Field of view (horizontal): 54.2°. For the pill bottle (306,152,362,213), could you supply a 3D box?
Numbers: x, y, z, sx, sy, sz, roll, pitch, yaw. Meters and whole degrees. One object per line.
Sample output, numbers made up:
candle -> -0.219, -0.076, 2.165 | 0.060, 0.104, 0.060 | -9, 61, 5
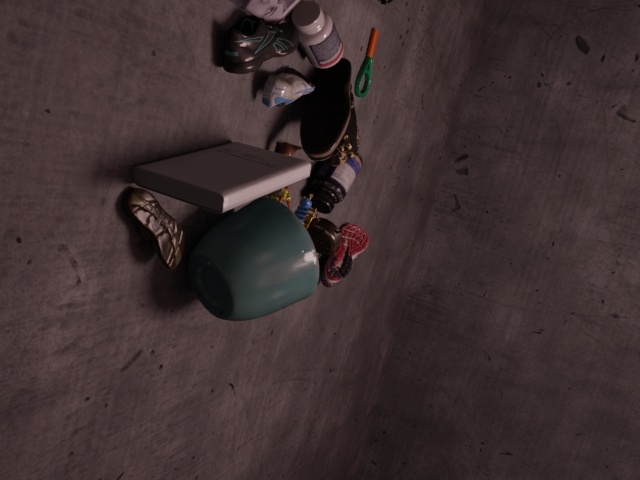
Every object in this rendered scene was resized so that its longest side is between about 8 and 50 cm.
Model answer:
pill bottle -> 0.043, -0.201, 2.075 | 0.219, 0.123, 0.122 | -60, 155, -23

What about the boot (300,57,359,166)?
boot -> 0.038, -0.328, 1.893 | 0.284, 0.138, 0.377 | 77, 17, -55

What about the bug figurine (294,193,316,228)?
bug figurine -> -0.089, -0.014, 1.859 | 0.216, 0.072, 0.279 | -66, -177, -21

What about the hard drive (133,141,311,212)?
hard drive -> -0.207, -0.152, 1.408 | 0.353, 0.233, 0.047 | -31, 134, -57

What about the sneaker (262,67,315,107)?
sneaker -> -0.089, -0.410, 1.694 | 0.086, 0.085, 0.237 | -53, 171, 29

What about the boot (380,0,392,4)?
boot -> 0.232, -0.860, 2.101 | 0.121, 0.045, 0.099 | -51, 147, -38

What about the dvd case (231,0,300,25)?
dvd case -> -0.105, -0.591, 1.463 | 0.165, 0.018, 0.221 | -39, 167, 20

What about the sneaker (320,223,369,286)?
sneaker -> 0.083, 0.051, 2.397 | 0.299, 0.121, 0.112 | -53, 180, -38

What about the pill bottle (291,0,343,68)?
pill bottle -> -0.010, -0.561, 1.700 | 0.107, 0.108, 0.180 | -67, 157, -10

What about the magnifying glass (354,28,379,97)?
magnifying glass -> 0.162, -0.609, 2.162 | 0.092, 0.026, 0.230 | -13, 121, -63

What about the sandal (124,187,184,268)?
sandal -> -0.370, -0.027, 1.378 | 0.219, 0.060, 0.090 | 59, 46, -43

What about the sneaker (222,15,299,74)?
sneaker -> -0.134, -0.485, 1.493 | 0.267, 0.101, 0.106 | -47, 145, -44

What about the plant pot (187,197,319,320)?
plant pot -> -0.189, 0.067, 1.580 | 0.235, 0.293, 0.292 | -28, 134, -37

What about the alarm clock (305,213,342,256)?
alarm clock -> 0.000, 0.000, 2.138 | 0.064, 0.129, 0.192 | -52, 171, -36

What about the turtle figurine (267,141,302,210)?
turtle figurine -> -0.115, -0.170, 1.797 | 0.269, 0.087, 0.217 | -60, 163, -87
